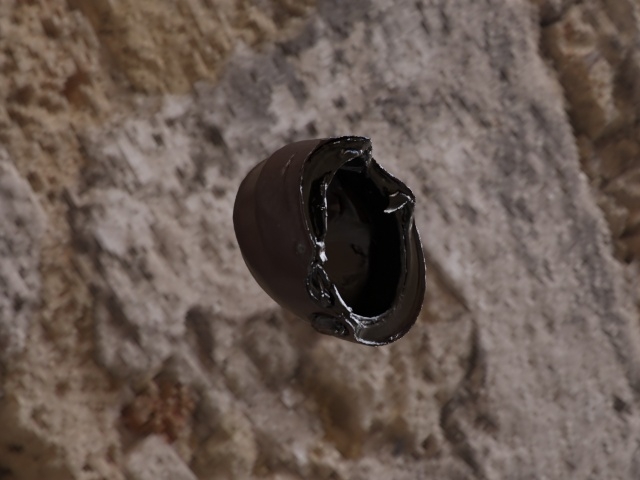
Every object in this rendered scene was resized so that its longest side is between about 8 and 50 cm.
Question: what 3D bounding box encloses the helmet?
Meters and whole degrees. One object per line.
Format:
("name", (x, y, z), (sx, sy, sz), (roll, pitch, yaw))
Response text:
("helmet", (0.000, 0.000, 0.759), (0.070, 0.098, 0.123), (3, -39, 33))
